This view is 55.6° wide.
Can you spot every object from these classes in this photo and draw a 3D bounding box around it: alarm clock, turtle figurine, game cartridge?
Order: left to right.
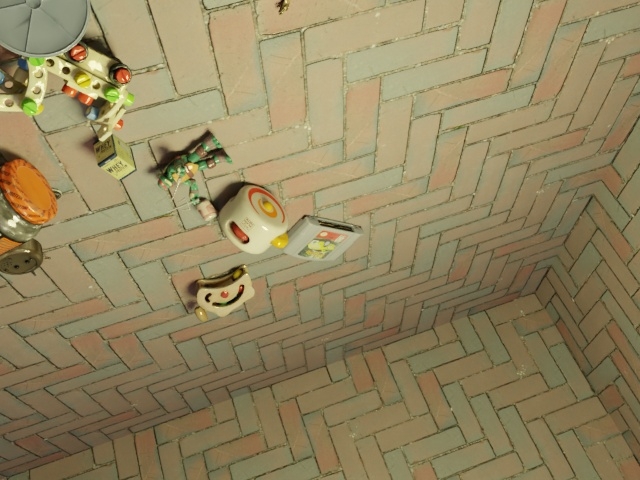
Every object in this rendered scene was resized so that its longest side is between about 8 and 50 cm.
[{"bbox_3d":[-0.876,0.039,1.731,0.129,0.064,0.192,-25,147,4],"label":"alarm clock"},{"bbox_3d":[-0.362,-0.186,1.657,0.234,0.118,0.175,-38,164,-3],"label":"turtle figurine"},{"bbox_3d":[0.000,0.000,2.254,0.294,0.060,0.196,10,141,-42],"label":"game cartridge"}]

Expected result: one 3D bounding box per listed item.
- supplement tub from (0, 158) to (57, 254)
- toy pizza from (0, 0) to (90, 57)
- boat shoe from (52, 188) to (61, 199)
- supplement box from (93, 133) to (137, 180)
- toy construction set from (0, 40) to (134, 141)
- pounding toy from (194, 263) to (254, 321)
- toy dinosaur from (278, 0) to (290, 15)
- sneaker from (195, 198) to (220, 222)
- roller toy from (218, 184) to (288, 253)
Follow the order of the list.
[{"bbox_3d":[-0.833,-0.051,1.469,0.338,0.207,0.207,-26,150,5],"label":"supplement tub"},{"bbox_3d":[-0.538,-0.446,1.135,0.201,0.032,0.201,-10,111,-26],"label":"toy pizza"},{"bbox_3d":[-0.749,-0.108,1.600,0.125,0.038,0.046,-8,147,-24],"label":"boat shoe"},{"bbox_3d":[-0.521,-0.213,1.540,0.056,0.083,0.083,-30,148,11],"label":"supplement box"},{"bbox_3d":[-0.532,-0.320,1.297,0.215,0.151,0.328,-58,149,9],"label":"toy construction set"},{"bbox_3d":[-0.381,0.177,2.265,0.270,0.155,0.154,-35,120,3],"label":"pounding toy"},{"bbox_3d":[-0.032,-0.574,1.341,0.183,0.053,0.093,-26,166,19],"label":"toy dinosaur"},{"bbox_3d":[-0.349,-0.095,1.885,0.051,0.070,0.134,-33,179,1],"label":"sneaker"},{"bbox_3d":[-0.200,-0.067,1.869,0.191,0.209,0.146,20,129,-42],"label":"roller toy"}]
